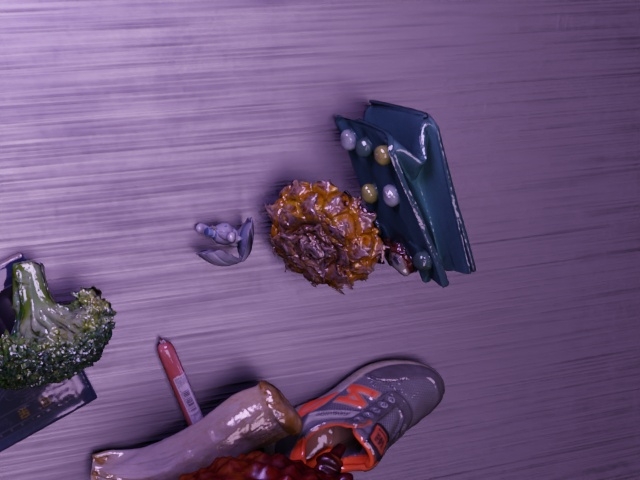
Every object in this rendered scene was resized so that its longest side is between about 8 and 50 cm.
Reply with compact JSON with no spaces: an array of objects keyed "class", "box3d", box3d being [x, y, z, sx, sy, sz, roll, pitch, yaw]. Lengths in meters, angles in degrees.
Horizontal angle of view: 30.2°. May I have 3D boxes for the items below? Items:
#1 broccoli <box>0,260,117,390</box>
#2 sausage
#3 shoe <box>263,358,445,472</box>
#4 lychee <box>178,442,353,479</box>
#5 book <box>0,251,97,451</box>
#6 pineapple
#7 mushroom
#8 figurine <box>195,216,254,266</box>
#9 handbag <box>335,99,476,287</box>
[{"class":"broccoli","box3d":[-0.411,0.121,1.756,0.219,0.194,0.194,-18,109,6]},{"class":"sausage","box3d":[-0.220,0.257,1.943,0.029,0.029,0.223,-25,110,-15]},{"class":"shoe","box3d":[0.078,0.312,1.996,0.336,0.171,0.132,-23,109,-15]},{"class":"lychee","box3d":[-0.074,0.506,1.765,0.424,0.424,0.500,39,54,-24]},{"class":"book","box3d":[-0.485,0.177,1.823,0.191,0.025,0.269,-28,110,-14]},{"class":"pineapple","box3d":[0.000,0.000,1.879,0.076,0.225,0.225,-49,119,-42]},{"class":"mushroom","box3d":[-0.201,0.335,1.911,0.351,0.095,0.123,-23,92,-3]},{"class":"figurine","box3d":[-0.152,0.000,1.880,0.086,0.094,0.082,6,88,-16]},{"class":"handbag","box3d":[0.120,-0.074,1.872,0.100,0.268,0.274,-21,110,-15]}]
